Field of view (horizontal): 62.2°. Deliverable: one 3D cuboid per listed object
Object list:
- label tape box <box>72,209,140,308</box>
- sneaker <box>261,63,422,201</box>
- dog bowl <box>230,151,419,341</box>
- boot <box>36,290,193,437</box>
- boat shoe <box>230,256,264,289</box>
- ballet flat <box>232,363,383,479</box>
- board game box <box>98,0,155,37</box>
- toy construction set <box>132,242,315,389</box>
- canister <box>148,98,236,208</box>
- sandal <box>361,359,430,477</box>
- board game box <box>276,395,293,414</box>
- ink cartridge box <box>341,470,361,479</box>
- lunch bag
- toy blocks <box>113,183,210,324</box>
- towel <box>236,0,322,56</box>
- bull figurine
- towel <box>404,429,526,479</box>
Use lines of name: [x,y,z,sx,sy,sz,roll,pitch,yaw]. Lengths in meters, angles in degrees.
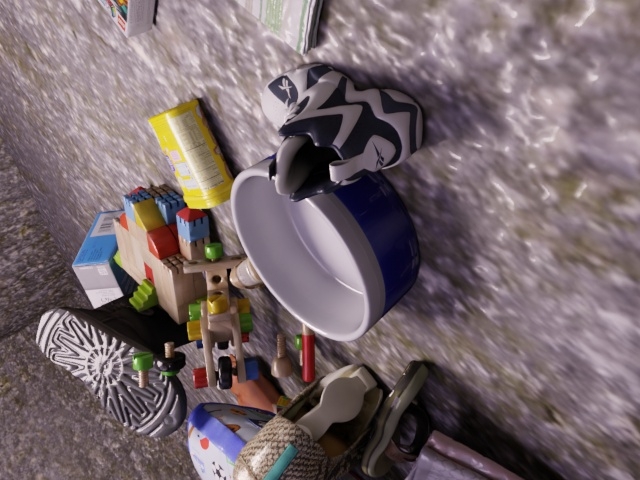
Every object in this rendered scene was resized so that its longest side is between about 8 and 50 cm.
label tape box: [-0.566,0.116,1.529,0.241,0.105,0.334,-94,-4,-52]
sneaker: [-0.023,-0.117,0.582,0.234,0.153,0.094,31,142,34]
dog bowl: [0.000,0.000,0.721,0.264,0.104,0.265,35,145,29]
boot: [-0.370,0.251,1.256,0.367,0.146,0.445,37,-173,11]
boat shoe: [-0.109,0.050,0.898,0.170,0.059,0.063,9,-123,-80]
ballet flat: [0.019,0.295,0.873,0.164,0.182,0.482,36,-174,15]
board game box: [-0.344,-0.480,0.769,0.305,0.053,0.193,52,150,4]
toy construction set: [-0.155,0.132,1.005,0.308,0.257,0.238,3,100,13]
canister: [-0.219,-0.147,0.916,0.126,0.073,0.170,5,123,53]
sandal: [0.132,0.306,0.847,0.086,0.120,0.303,25,141,16]
board game box: [-0.043,0.480,1.269,0.124,0.039,0.260,13,130,14]
ink cartridge box: [0.101,0.726,1.315,0.207,0.117,0.283,26,140,40]
lunch bag: [-0.081,0.500,1.069,0.327,0.239,0.386,4,134,56]
toy blocks: [-0.362,-0.001,1.202,0.381,0.190,0.261,31,131,39]
towel: [-0.052,-0.291,0.584,0.152,0.023,0.113,46,147,19]
bull figurine: [-0.164,0.426,1.397,0.188,0.101,0.311,-4,118,52]
towel: [0.268,0.437,0.785,0.316,0.053,0.332,26,144,19]
